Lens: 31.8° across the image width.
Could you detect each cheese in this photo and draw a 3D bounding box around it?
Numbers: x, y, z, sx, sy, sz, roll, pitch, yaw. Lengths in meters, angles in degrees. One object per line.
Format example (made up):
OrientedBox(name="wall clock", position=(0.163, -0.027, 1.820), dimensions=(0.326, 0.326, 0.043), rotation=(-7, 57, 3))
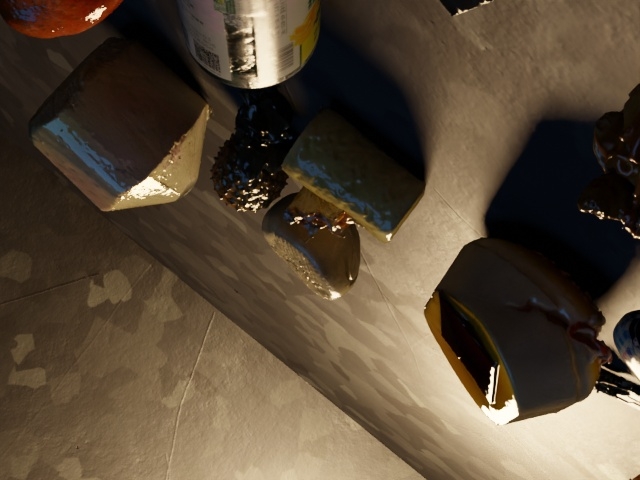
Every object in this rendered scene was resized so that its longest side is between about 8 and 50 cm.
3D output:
OrientedBox(name="cheese", position=(0.040, -0.077, 1.378), dimensions=(0.167, 0.094, 0.123), rotation=(39, 163, 2))

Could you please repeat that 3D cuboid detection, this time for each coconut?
OrientedBox(name="coconut", position=(-0.282, -0.158, 1.665), dimensions=(0.244, 0.239, 0.239), rotation=(44, 164, -17))

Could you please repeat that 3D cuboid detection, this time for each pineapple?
OrientedBox(name="pineapple", position=(0.013, -0.063, 1.499), dimensions=(0.069, 0.137, 0.116), rotation=(124, 134, -72))
OrientedBox(name="pineapple", position=(-0.090, -0.128, 1.538), dimensions=(0.125, 0.125, 0.251), rotation=(38, 160, 5))

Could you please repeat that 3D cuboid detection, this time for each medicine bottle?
OrientedBox(name="medicine bottle", position=(-0.068, -0.259, 1.017), dimensions=(0.141, 0.141, 0.293), rotation=(37, 165, 11))

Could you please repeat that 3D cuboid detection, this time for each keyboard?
OrientedBox(name="keyboard", position=(0.375, 0.189, 1.508), dimensions=(0.155, 0.010, 0.053), rotation=(26, 159, 41))

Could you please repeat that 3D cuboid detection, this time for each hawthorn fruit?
OrientedBox(name="hawthorn fruit", position=(-0.317, -0.330, 1.358), dimensions=(0.189, 0.189, 0.189), rotation=(36, 165, 12))

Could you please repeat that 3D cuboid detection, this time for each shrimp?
OrientedBox(name="shrimp", position=(0.332, 0.186, 1.470), dimensions=(0.161, 0.091, 0.034), rotation=(16, 137, 42))

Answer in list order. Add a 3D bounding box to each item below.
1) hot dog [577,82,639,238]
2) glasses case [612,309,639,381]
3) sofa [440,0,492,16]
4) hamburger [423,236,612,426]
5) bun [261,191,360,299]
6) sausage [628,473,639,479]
OrientedBox(name="hot dog", position=(0.351, 0.016, 0.864), dimensions=(0.349, 0.117, 0.158), rotation=(39, 164, 1))
OrientedBox(name="glasses case", position=(0.447, 0.191, 1.219), dimensions=(0.327, 0.076, 0.125), rotation=(43, 167, -14))
OrientedBox(name="sofa", position=(0.098, -0.248, 0.843), dimensions=(0.085, 0.060, 0.147), rotation=(-11, 130, 50))
OrientedBox(name="hamburger", position=(0.234, 0.107, 1.359), dimensions=(0.227, 0.151, 0.295), rotation=(55, 173, 10))
OrientedBox(name="bun", position=(0.000, 0.000, 1.664), dimensions=(0.166, 0.113, 0.173), rotation=(43, 168, 16))
OrientedBox(name="sausage", position=(0.530, 0.395, 1.571), dimensions=(0.112, 0.112, 0.328), rotation=(47, 166, -26))
